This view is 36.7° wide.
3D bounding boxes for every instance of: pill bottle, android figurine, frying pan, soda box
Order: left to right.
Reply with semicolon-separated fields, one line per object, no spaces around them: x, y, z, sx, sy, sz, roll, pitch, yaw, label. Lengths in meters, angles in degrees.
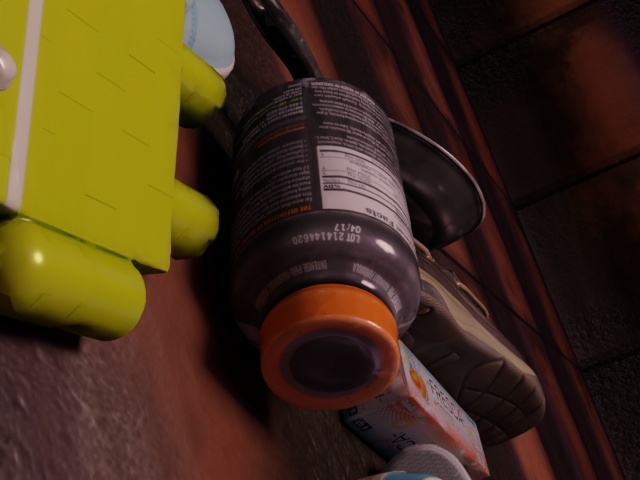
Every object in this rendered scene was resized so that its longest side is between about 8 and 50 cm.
-0.126;-0.082;0.459;0.273;0.056;0.248;37;51;-62;android figurine
0.000;0.000;0.682;0.130;0.130;0.246;53;21;-36;pill bottle
0.041;-0.080;0.819;0.053;0.197;0.326;-63;158;-22;frying pan
0.082;0.156;0.830;0.183;0.063;0.058;49;23;-45;soda box

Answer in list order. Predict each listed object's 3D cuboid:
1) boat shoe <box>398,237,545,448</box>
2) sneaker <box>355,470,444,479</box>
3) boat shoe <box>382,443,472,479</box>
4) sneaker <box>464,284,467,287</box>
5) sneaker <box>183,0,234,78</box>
0.111;0.086;0.902;0.355;0.132;0.130;49;23;-46;boat shoe
0.084;0.250;0.617;0.229;0.092;0.087;58;36;-12;sneaker
0.138;0.297;0.735;0.094;0.109;0.302;35;31;-63;boat shoe
0.193;0.135;1.225;0.089;0.051;0.170;13;51;-64;sneaker
-0.125;-0.219;0.569;0.366;0.150;0.135;43;28;-52;sneaker
